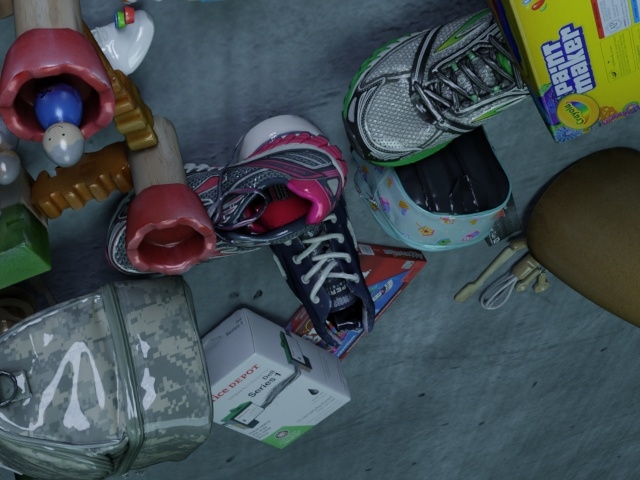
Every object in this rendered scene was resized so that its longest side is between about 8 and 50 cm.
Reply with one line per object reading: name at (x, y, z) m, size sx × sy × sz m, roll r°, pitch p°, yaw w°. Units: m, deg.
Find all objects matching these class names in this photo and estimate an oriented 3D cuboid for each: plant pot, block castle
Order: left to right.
block castle at (-0.349, -0.022, 0.797) m, size 0.453 × 0.213 × 0.303 m, roll -20°, pitch 145°, yaw 5°
plant pot at (0.481, 0.027, 1.373) m, size 0.237 × 0.254 × 0.237 m, roll -15°, pitch 133°, yaw -16°

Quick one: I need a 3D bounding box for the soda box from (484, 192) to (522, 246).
soda box at (0.244, -0.062, 1.314) m, size 0.060 × 0.053 × 0.169 m, roll -29°, pitch 145°, yaw 3°

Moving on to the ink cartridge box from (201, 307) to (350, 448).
ink cartridge box at (-0.088, 0.215, 1.382) m, size 0.160 × 0.093 × 0.219 m, roll -40°, pitch 133°, yaw 21°

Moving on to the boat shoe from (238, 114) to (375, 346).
boat shoe at (0.000, 0.000, 1.144) m, size 0.127 × 0.158 × 0.340 m, roll -26°, pitch 145°, yaw -2°

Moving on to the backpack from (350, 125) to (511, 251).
backpack at (0.136, -0.074, 1.112) m, size 0.165 × 0.188 × 0.144 m, roll -9°, pitch 141°, yaw -25°

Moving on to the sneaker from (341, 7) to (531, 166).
sneaker at (0.175, -0.196, 0.982) m, size 0.343 × 0.134 × 0.146 m, roll -32°, pitch -170°, yaw -7°

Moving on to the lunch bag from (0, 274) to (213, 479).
lunch bag at (-0.287, 0.187, 1.106) m, size 0.256 × 0.213 × 0.305 m, roll -7°, pitch 163°, yaw -20°

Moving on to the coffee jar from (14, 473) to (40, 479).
coffee jar at (-0.402, 0.384, 1.349) m, size 0.079 × 0.184 × 0.096 m, roll -22°, pitch 145°, yaw -7°

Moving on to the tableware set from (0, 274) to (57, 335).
tableware set at (-0.395, 0.063, 1.073) m, size 0.128 × 0.039 × 0.194 m, roll -21°, pitch 144°, yaw -8°

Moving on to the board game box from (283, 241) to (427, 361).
board game box at (0.033, 0.112, 1.422) m, size 0.145 × 0.027 × 0.281 m, roll 8°, pitch 132°, yaw -37°

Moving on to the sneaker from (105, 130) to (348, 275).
sneaker at (-0.117, -0.032, 1.012) m, size 0.299 × 0.112 × 0.121 m, roll -22°, pitch 114°, yaw 19°

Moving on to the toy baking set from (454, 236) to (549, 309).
toy baking set at (0.359, 0.047, 1.546) m, size 0.256 × 0.030 × 0.197 m, roll -12°, pitch 142°, yaw -20°

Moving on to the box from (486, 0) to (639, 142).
box at (0.212, -0.295, 0.784) m, size 0.177 × 0.279 × 0.290 m, roll -23°, pitch 145°, yaw 13°

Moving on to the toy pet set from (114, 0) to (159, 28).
toy pet set at (-0.146, -0.244, 0.792) m, size 0.065 × 0.122 × 0.114 m, roll -5°, pitch 104°, yaw -16°

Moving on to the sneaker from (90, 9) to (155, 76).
sneaker at (-0.226, -0.174, 0.869) m, size 0.152 × 0.054 × 0.061 m, roll -34°, pitch 142°, yaw 10°
